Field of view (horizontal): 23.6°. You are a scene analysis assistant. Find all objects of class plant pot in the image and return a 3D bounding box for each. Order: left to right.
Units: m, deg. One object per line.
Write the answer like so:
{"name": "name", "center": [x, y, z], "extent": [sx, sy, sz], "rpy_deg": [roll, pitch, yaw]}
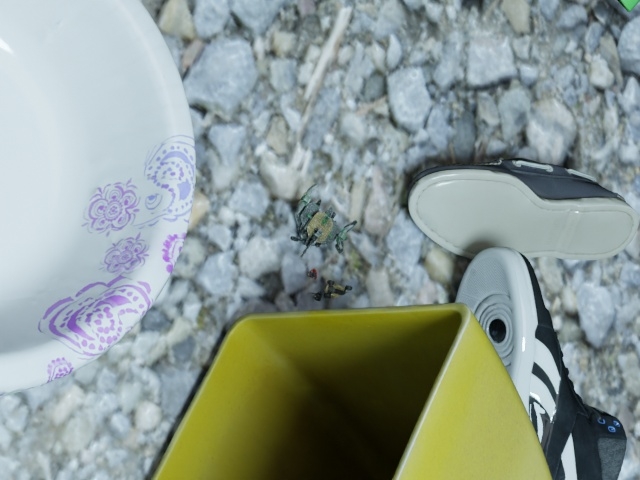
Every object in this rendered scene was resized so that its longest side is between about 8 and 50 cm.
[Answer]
{"name": "plant pot", "center": [0.030, 0.181, 0.968], "extent": [0.187, 0.212, 0.212], "rpy_deg": [45, 57, -32]}

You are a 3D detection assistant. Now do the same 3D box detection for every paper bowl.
{"name": "paper bowl", "center": [-0.225, -0.045, 0.871], "extent": [0.284, 0.148, 0.284], "rpy_deg": [9, 73, -32]}

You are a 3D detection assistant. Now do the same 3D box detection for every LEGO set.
{"name": "LEGO set", "center": [-0.002, 0.001, 1.093], "extent": [0.054, 0.023, 0.083], "rpy_deg": [7, 88, -31]}

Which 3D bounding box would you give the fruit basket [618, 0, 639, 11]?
{"name": "fruit basket", "center": [0.104, -0.321, 1.136], "extent": [0.392, 0.392, 0.283], "rpy_deg": [45, 15, -17]}

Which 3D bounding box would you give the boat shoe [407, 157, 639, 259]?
{"name": "boat shoe", "center": [0.149, -0.029, 1.190], "extent": [0.206, 0.075, 0.065], "rpy_deg": [7, 32, -28]}

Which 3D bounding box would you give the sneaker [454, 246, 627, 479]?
{"name": "sneaker", "center": [0.169, 0.111, 1.152], "extent": [0.121, 0.079, 0.217], "rpy_deg": [-3, 88, -38]}
